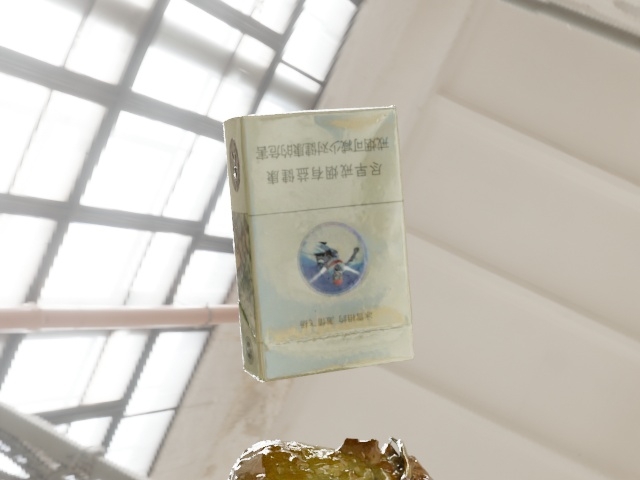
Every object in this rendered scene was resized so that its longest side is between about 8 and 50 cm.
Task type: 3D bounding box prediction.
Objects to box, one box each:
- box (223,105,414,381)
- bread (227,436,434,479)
[{"bbox_3d":[0.000,0.000,1.085,0.164,0.069,0.256,-6,-85,-19],"label":"box"},{"bbox_3d":[-0.026,0.348,1.008,0.204,0.337,0.358,17,-75,-4],"label":"bread"}]
